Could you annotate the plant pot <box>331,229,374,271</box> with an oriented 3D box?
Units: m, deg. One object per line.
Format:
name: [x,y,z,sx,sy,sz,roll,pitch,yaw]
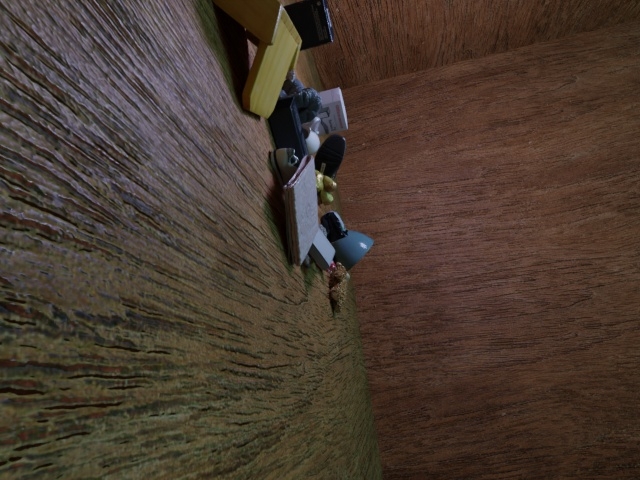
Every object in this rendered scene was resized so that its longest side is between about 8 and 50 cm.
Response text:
plant pot: [0.189,0.044,2.780,0.195,0.290,0.290,43,11,0]

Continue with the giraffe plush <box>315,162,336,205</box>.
giraffe plush: [-0.034,-0.269,2.013,0.170,0.181,0.210,-19,110,-60]

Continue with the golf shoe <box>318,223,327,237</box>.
golf shoe: [0.000,0.000,2.229,0.086,0.069,0.176,126,-45,-53]

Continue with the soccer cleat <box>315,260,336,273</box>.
soccer cleat: [0.011,0.096,2.131,0.095,0.083,0.248,47,-1,29]

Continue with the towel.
towel: [-0.068,-0.116,1.573,0.317,0.053,0.332,-66,157,-57]

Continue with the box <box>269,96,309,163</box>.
box: [-0.128,-0.435,1.723,0.184,0.103,0.261,-91,168,-60]

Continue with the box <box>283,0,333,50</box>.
box: [-0.104,-0.936,1.823,0.296,0.294,0.182,-86,161,-59]

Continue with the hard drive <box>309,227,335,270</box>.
hard drive: [-0.014,0.012,1.895,0.203,0.040,0.307,54,11,-5]

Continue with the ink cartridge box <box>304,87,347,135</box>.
ink cartridge box: [-0.006,-0.667,2.202,0.198,0.273,0.114,67,15,-54]

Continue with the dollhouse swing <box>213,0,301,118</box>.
dollhouse swing: [-0.242,-0.626,1.360,0.315,0.305,0.347,38,13,-1]

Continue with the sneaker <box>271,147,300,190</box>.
sneaker: [-0.119,-0.267,1.610,0.235,0.095,0.090,66,14,-62]

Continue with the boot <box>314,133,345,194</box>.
boot: [0.031,-0.385,2.242,0.284,0.138,0.377,-76,-176,-77]

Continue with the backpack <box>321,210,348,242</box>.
backpack: [0.073,-0.088,2.534,0.115,0.152,0.182,-59,126,-85]

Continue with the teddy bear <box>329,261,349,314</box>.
teddy bear: [0.117,0.275,2.434,0.338,0.113,0.245,-70,150,-73]

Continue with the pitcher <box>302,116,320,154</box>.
pitcher: [-0.056,-0.511,2.045,0.125,0.178,0.207,52,5,12]

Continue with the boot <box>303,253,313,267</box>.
boot: [-0.064,0.063,1.760,0.118,0.042,0.087,-94,164,-75]

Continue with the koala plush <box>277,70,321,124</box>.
koala plush: [-0.111,-0.649,1.871,0.196,0.203,0.221,68,3,-55]
